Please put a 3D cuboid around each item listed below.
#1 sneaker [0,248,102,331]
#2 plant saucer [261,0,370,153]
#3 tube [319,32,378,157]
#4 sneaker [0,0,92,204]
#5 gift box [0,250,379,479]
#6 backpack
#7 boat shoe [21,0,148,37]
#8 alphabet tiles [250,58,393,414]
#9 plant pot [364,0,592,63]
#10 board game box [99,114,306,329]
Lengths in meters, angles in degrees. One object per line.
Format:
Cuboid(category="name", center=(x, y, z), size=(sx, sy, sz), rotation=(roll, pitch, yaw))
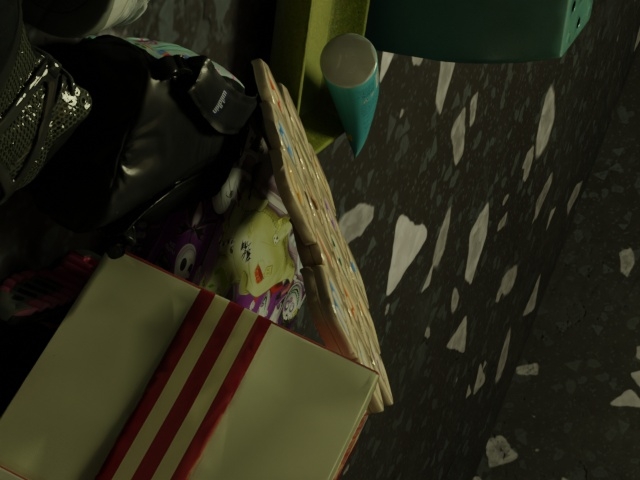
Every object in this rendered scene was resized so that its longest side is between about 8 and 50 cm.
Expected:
Cuboid(category="sneaker", center=(-0.198, 0.048, 0.865), size=(0.119, 0.047, 0.057), rotation=(-26, 142, -60))
Cuboid(category="plant saucer", center=(-0.006, -0.180, 1.130), size=(0.188, 0.045, 0.188), rotation=(-45, 147, -62))
Cuboid(category="tube", center=(0.037, -0.144, 1.149), size=(0.207, 0.052, 0.080), rotation=(58, 53, -77))
Cuboid(category="sneaker", center=(-0.196, -0.117, 0.676), size=(0.130, 0.087, 0.227), rotation=(-44, 149, -54))
Cuboid(category="gift box", center=(-0.100, 0.197, 0.842), size=(0.258, 0.276, 0.255), rotation=(-61, 167, -26))
Cuboid(category="backpack", center=(-0.124, -0.084, 0.836), size=(0.152, 0.115, 0.182), rotation=(-63, 165, 18))
Cuboid(category="boat shoe", center=(-0.114, -0.283, 0.715), size=(0.103, 0.118, 0.320), rotation=(-36, 143, -67))
Cuboid(category="alphabet tiles", center=(0.000, 0.000, 0.957), size=(0.284, 0.021, 0.278), rotation=(-102, 171, -46))
Cuboid(category="plant pot", center=(0.167, -0.287, 1.233), size=(0.165, 0.234, 0.165), rotation=(-50, 149, -45))
Cuboid(category="board game box", center=(-0.092, 0.026, 1.105), size=(0.208, 0.056, 0.347), rotation=(-61, 157, -18))
